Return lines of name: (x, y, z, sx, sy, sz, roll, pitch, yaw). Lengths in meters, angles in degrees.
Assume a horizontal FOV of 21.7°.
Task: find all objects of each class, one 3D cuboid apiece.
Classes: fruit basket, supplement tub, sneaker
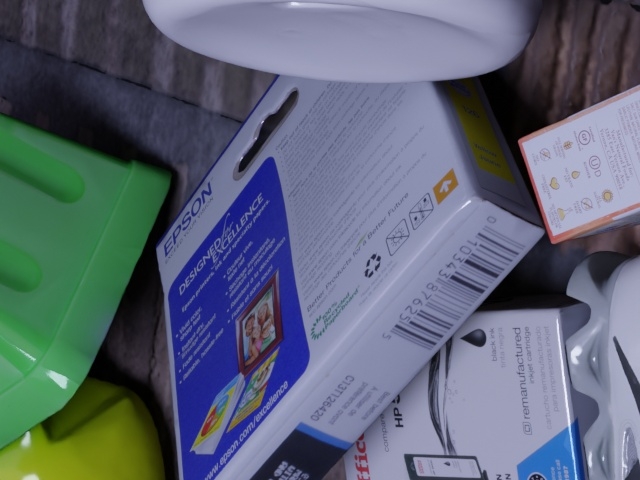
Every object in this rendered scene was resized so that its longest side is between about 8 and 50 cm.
fruit basket: (-0.243, 0.121, 1.373, 0.392, 0.283, 0.392, 11, 139, 10)
supplement tub: (0.023, -0.265, 0.953, 0.228, 0.228, 0.316, -1, 80, 44)
sneaker: (0.238, 0.162, 0.957, 0.146, 0.122, 0.331, -11, 91, 46)

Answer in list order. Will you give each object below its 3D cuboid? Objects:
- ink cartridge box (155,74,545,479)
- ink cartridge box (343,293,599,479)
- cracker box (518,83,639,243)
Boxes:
ink cartridge box: (0.000, 0.000, 1.118, 0.303, 0.072, 0.307, -52, 27, 26)
ink cartridge box: (0.108, 0.114, 1.098, 0.203, 0.086, 0.148, -6, 93, 45)
cracker box: (0.244, -0.070, 0.885, 0.232, 0.155, 0.067, -23, 81, 43)
